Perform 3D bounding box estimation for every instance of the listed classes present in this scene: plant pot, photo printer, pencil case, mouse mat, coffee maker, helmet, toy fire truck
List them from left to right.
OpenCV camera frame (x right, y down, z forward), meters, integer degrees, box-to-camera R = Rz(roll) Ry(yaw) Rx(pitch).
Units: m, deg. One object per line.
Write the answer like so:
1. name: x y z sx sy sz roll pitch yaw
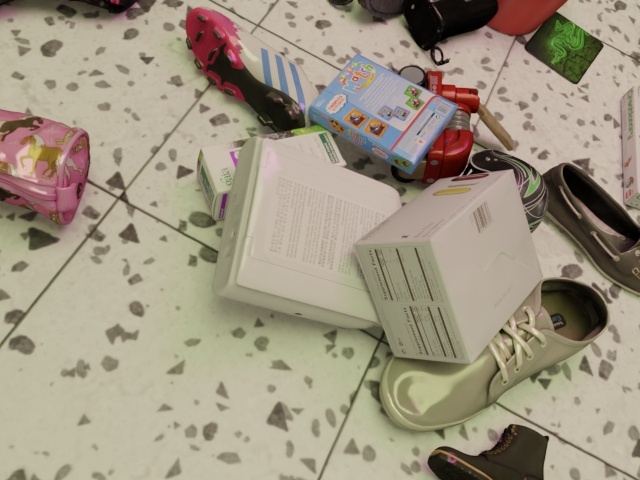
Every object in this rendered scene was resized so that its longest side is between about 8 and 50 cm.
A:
1. pencil case: -0.546 -0.138 0.975 0.387 0.160 0.167 13 69 -9
2. photo printer: 0.000 0.000 1.029 0.308 0.107 0.255 17 71 -28
3. coffee maker: 0.292 -0.490 1.427 0.178 0.120 0.171 -24 110 -24
4. toy fire truck: 0.263 -0.207 1.244 0.247 0.158 0.216 3 61 3
5. helmet: 0.331 -0.073 1.177 0.170 0.169 0.161 -21 53 -24
6. plant pot: 0.470 -0.618 1.455 0.275 0.243 0.274 7 61 -12
7. mouse mat: 0.584 -0.464 1.542 0.153 0.007 0.189 37 59 6

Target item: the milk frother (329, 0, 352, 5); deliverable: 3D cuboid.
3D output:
1. milk frother: 0.043 -0.604 1.389 0.135 0.129 0.143 37 38 -47

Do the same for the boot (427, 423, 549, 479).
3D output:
1. boot: 0.265 0.330 1.006 0.198 0.077 0.137 32 54 -13

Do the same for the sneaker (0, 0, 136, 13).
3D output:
1. sneaker: -0.441 -0.525 1.194 0.483 0.185 0.202 -28 69 -25

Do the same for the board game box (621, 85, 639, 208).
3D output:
1. board game box: 0.761 -0.185 1.416 0.193 0.053 0.305 17 60 -6

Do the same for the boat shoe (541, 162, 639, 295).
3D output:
1. boat shoe: 0.559 -0.018 1.247 0.335 0.095 0.112 43 60 9

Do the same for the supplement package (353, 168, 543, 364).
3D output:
1. supplement package: 0.210 0.034 1.020 0.262 0.145 0.203 -36 112 -41

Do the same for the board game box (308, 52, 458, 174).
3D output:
1. board game box: 0.110 -0.227 1.140 0.212 0.039 0.160 32 64 13

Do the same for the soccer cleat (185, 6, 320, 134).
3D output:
1. soccer cleat: -0.115 -0.319 1.228 0.331 0.116 0.143 47 45 9

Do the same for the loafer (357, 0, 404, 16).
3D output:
1. loafer: 0.175 -0.585 1.454 0.095 0.109 0.303 30 50 33

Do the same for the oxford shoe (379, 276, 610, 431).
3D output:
1. oxford shoe: 0.295 0.170 1.060 0.450 0.130 0.169 -19 71 -22

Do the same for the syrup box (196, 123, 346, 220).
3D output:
1. syrup box: -0.087 -0.121 1.126 0.237 0.096 0.093 -14 66 -23
